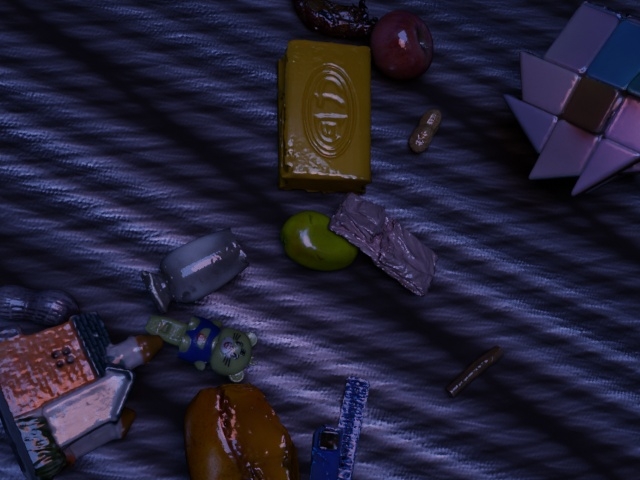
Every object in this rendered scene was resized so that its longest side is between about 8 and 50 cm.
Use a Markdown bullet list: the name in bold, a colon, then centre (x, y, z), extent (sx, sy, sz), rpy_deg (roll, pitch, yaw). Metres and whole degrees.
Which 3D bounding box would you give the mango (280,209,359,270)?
- **mango**: centre (-0.003, 0.005, 1.341), extent (0.163, 0.089, 0.117), rpy_deg (27, 59, -2)

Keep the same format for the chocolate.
- **chocolate**: centre (-0.543, 0.123, 1.247), extent (0.166, 0.072, 0.072), rpy_deg (9, 75, -3)

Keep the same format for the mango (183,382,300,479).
- **mango**: centre (-0.124, 0.419, 1.183), extent (0.199, 0.201, 0.350), rpy_deg (-21, 86, 31)

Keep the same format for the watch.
- **watch**: centre (0.027, 0.423, 1.216), extent (0.068, 0.276, 0.275), rpy_deg (6, 97, 14)

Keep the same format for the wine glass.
- **wine glass**: centre (-0.245, 0.058, 1.283), extent (0.204, 0.111, 0.111), rpy_deg (-27, 81, -12)

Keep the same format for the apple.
- **apple**: centre (0.177, -0.431, 1.453), extent (0.153, 0.119, 0.154), rpy_deg (17, 68, -50)

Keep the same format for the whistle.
- **whistle**: centre (-0.227, 0.195, 1.265), extent (0.227, 0.085, 0.105), rpy_deg (21, 65, -2)

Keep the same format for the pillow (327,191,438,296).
- **pillow**: centre (0.139, 0.000, 1.351), extent (0.248, 0.049, 0.135), rpy_deg (38, 43, -5)

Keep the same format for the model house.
- **model house**: centre (-0.431, 0.256, 1.195), extent (0.300, 0.190, 0.272), rpy_deg (-23, 77, -28)

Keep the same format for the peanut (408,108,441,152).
- **peanut**: centre (0.235, -0.246, 1.461), extent (0.053, 0.054, 0.113), rpy_deg (30, 78, 0)

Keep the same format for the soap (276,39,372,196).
- **soap**: centre (0.008, -0.262, 1.410), extent (0.204, 0.096, 0.325), rpy_deg (2, 76, -8)

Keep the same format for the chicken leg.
- **chicken leg**: centre (0.031, -0.515, 1.495), extent (0.233, 0.063, 0.105), rpy_deg (12, 70, -4)

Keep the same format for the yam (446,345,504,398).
- **yam**: centre (0.318, 0.269, 1.351), extent (0.145, 0.032, 0.032), rpy_deg (-36, 83, -15)

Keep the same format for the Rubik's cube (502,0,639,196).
- **Rubik's cube**: centre (0.588, -0.280, 1.383), extent (0.387, 0.358, 0.368), rpy_deg (33, 111, 27)
